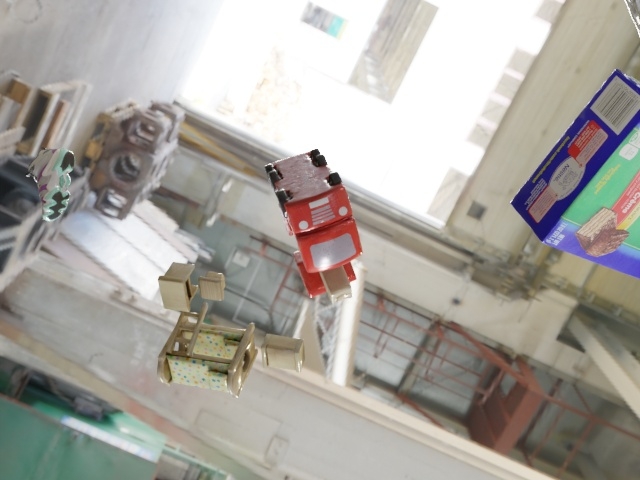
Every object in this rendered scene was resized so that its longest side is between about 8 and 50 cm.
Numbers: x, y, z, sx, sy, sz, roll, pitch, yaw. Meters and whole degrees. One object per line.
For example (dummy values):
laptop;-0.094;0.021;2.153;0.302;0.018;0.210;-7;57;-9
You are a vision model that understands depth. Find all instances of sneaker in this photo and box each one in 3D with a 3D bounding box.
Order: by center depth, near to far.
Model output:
sneaker;-0.369;-0.077;1.046;0.038;0.069;0.098;30;72;-66

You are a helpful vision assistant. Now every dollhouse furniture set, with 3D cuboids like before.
dollhouse furniture set;-0.125;0.127;1.057;0.101;0.181;0.161;-67;159;-50

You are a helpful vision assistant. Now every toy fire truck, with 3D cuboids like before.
toy fire truck;0.000;0.000;0.619;0.192;0.047;0.135;-119;-170;-70

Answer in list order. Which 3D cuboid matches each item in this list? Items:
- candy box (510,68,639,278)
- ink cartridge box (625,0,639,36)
candy box;0.513;-0.083;1.241;0.268;0.317;0.122;-57;-147;27
ink cartridge box;0.488;-0.314;0.721;0.385;0.160;0.279;-50;-167;34
